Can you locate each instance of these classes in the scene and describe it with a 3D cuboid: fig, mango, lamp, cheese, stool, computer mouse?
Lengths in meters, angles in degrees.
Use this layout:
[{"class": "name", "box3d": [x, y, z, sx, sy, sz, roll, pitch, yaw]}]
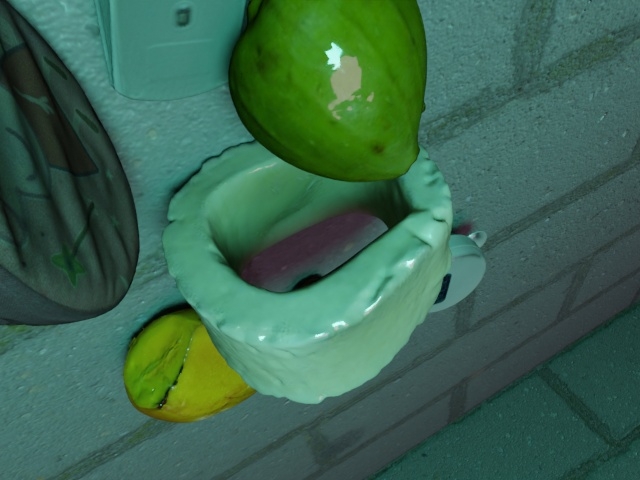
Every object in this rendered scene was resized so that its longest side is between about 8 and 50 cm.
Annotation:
[{"class": "fig", "box3d": [0.025, -0.159, 0.473, 0.225, 0.203, 0.203, 39, 102, -19]}, {"class": "mango", "box3d": [-0.174, 0.202, 0.773, 0.187, 0.138, 0.257, -55, 146, -6]}, {"class": "lamp", "box3d": [0.210, 0.066, 0.950, 0.246, 0.108, 0.179, -19, 135, -19]}, {"class": "cheese", "box3d": [0.002, 0.003, 0.574, 0.332, 0.292, 0.153, -34, 143, -17]}, {"class": "stool", "box3d": [-0.277, -0.045, 0.348, 0.179, 0.272, 0.272, -22, 142, 3]}, {"class": "computer mouse", "box3d": [-0.129, -0.222, 0.419, 0.128, 0.079, 0.230, -15, 152, -29]}]

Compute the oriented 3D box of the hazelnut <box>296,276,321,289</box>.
[{"class": "hazelnut", "box3d": [-0.012, 0.104, 0.848, 0.086, 0.086, 0.086, -21, 140, -19]}]
